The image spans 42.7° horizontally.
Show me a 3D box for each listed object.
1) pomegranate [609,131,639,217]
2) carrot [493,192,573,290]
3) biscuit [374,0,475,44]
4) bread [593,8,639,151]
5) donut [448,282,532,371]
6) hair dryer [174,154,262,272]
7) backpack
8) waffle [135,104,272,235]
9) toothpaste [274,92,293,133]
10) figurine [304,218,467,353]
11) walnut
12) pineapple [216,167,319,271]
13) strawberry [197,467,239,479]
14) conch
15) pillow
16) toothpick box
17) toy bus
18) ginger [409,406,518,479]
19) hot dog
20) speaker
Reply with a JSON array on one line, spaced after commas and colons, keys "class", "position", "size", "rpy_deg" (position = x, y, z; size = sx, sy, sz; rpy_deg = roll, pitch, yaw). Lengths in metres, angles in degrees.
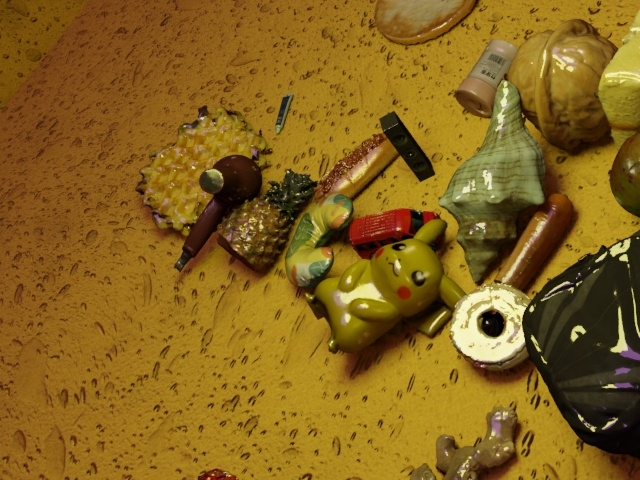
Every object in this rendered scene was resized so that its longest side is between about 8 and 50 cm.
[{"class": "pomegranate", "position": [0.608, -0.098, 1.442], "size": [0.180, 0.180, 0.209], "rpy_deg": [-19, 48, 24]}, {"class": "carrot", "position": [0.418, 0.002, 1.581], "size": [0.067, 0.067, 0.225], "rpy_deg": [28, 80, 44]}, {"class": "biscuit", "position": [0.266, -0.593, 2.130], "size": [0.309, 0.040, 0.204], "rpy_deg": [6, 63, 39]}, {"class": "bread", "position": [0.614, -0.311, 1.523], "size": [0.198, 0.263, 0.236], "rpy_deg": [-11, 56, 23]}, {"class": "donut", "position": [0.326, 0.164, 1.517], "size": [0.175, 0.068, 0.174], "rpy_deg": [-11, 59, 19]}, {"class": "hair dryer", "position": [-0.276, -0.052, 1.967], "size": [0.123, 0.312, 0.340], "rpy_deg": [35, 104, 4]}, {"class": "backpack", "position": [0.556, 0.117, 1.274], "size": [0.446, 0.255, 0.363], "rpy_deg": [-43, 42, 22]}, {"class": "waffle", "position": [-0.322, -0.191, 2.230], "size": [0.382, 0.095, 0.379], "rpy_deg": [-43, 46, -1]}, {"class": "toothpaste", "position": [-0.103, -0.346, 2.231], "size": [0.037, 0.021, 0.140], "rpy_deg": [-8, 54, 32]}, {"class": "figurine", "position": [0.141, 0.110, 1.634], "size": [0.327, 0.169, 0.218], "rpy_deg": [-34, 61, 14]}, {"class": "walnut", "position": [0.489, -0.309, 1.617], "size": [0.224, 0.257, 0.257], "rpy_deg": [19, 72, 42]}, {"class": "pineapple", "position": [-0.112, -0.063, 1.949], "size": [0.278, 0.158, 0.158], "rpy_deg": [-49, 45, -10]}, {"class": "strawberry", "position": [-0.195, 0.547, 1.558], "size": [0.201, 0.187, 0.184], "rpy_deg": [28, 113, 28]}, {"class": "conch", "position": [0.338, -0.106, 1.587], "size": [0.203, 0.169, 0.386], "rpy_deg": [14, 112, 22]}, {"class": "pillow", "position": [0.000, 0.000, 1.831], "size": [0.214, 0.086, 0.233], "rpy_deg": [-15, 46, 61]}, {"class": "toothpick box", "position": [0.382, -0.365, 1.843], "size": [0.098, 0.098, 0.149], "rpy_deg": [23, 74, 43]}, {"class": "toy bus", "position": [0.163, -0.020, 1.759], "size": [0.195, 0.089, 0.081], "rpy_deg": [-12, 54, 28]}, {"class": "ginger", "position": [0.243, 0.390, 1.432], "size": [0.149, 0.065, 0.258], "rpy_deg": [23, 77, 45]}, {"class": "hot dog", "position": [0.081, -0.168, 1.934], "size": [0.249, 0.076, 0.102], "rpy_deg": [-41, 48, 3]}, {"class": "speaker", "position": [0.192, -0.205, 1.799], "size": [0.040, 0.191, 0.046], "rpy_deg": [-28, 47, 18]}]
